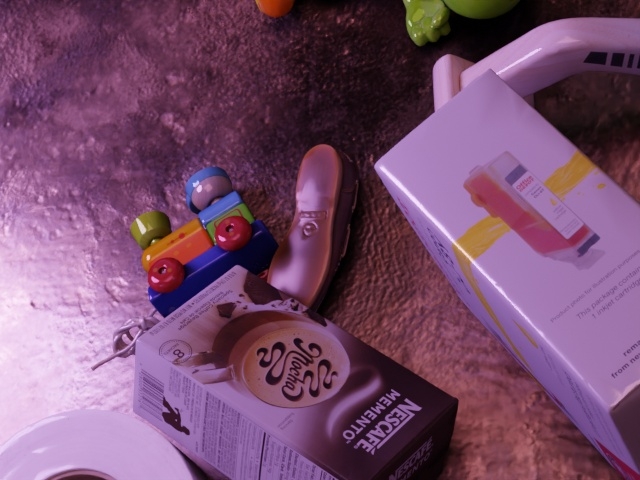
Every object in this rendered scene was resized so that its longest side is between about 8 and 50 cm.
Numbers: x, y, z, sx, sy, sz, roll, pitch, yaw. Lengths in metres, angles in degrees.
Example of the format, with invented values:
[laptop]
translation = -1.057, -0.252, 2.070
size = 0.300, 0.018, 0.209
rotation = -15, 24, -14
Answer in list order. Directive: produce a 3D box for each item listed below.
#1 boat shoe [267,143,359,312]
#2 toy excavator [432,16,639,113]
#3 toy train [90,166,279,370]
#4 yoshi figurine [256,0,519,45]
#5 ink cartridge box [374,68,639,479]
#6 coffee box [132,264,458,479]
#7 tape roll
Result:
[boat shoe]
translation = 0.000, 0.000, 1.883
size = 0.073, 0.073, 0.207
rotation = 11, 78, 31
[toy excavator]
translation = 0.378, -0.215, 1.769
size = 0.445, 0.433, 0.222
rotation = 5, 66, -13
[toy train]
translation = -0.179, 0.027, 1.912
size = 0.248, 0.105, 0.143
rotation = -32, 52, 1
[yoshi figurine]
translation = 0.094, -0.331, 1.949
size = 0.362, 0.203, 0.203
rotation = 1, 83, 13
[ink cartridge box]
translation = 0.252, 0.055, 1.639
size = 0.160, 0.279, 0.385
rotation = -39, 51, -2
[coffee box]
translation = -0.029, 0.172, 1.755
size = 0.297, 0.119, 0.168
rotation = 30, 46, 24
[tape roll]
translation = -0.242, 0.326, 1.794
size = 0.286, 0.100, 0.286
rotation = -6, 65, 13
